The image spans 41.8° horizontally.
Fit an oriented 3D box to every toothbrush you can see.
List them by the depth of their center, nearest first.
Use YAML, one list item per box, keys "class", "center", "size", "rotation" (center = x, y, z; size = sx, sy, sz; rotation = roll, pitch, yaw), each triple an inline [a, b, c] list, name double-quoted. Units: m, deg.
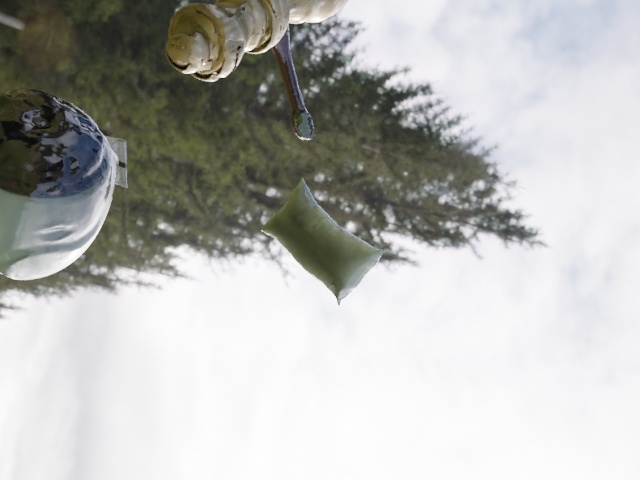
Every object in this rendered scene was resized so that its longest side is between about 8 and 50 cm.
- class: "toothbrush"
  center: [-0.062, -0.272, 0.883]
  size: [0.041, 0.041, 0.363]
  rotation: [-131, -158, -61]

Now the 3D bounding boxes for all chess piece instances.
- class: "chess piece"
  center: [-0.042, -0.150, 0.550]
  size: [0.060, 0.060, 0.172]
  rotation: [-47, 180, 43]

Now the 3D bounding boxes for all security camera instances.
- class: "security camera"
  center: [-0.320, -0.041, 0.751]
  size: [0.197, 0.277, 0.191]
  rotation: [56, -43, 34]

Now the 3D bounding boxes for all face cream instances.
- class: "face cream"
  center: [-0.427, -0.158, 1.384]
  size: [0.058, 0.244, 0.092]
  rotation: [-57, 160, -49]

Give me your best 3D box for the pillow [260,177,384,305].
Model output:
- class: "pillow"
  center: [0.000, -0.001, 1.690]
  size: [0.254, 0.078, 0.144]
  rotation: [43, -68, 25]
